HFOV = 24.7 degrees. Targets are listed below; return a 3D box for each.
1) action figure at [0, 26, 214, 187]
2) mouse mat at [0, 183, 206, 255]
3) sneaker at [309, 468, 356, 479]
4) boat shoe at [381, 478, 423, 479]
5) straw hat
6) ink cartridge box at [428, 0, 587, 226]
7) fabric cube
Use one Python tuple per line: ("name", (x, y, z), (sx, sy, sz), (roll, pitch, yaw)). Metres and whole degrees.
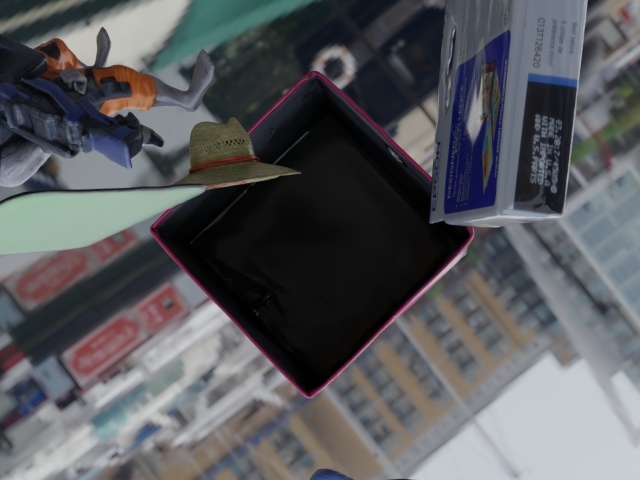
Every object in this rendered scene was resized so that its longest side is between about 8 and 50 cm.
("action figure", (-0.263, -0.112, 1.460), (0.330, 0.341, 0.178), (-25, 134, -38))
("mouse mat", (-0.192, -0.013, 1.049), (0.152, 0.007, 0.189), (-22, 169, 36))
("sneaker", (0.063, 0.328, 1.654), (0.078, 0.188, 0.067), (-61, 180, -5))
("boat shoe", (0.117, 0.221, 0.989), (0.092, 0.285, 0.103), (143, -39, -65))
("straw hat", (-0.090, -0.079, 1.326), (0.144, 0.061, 0.144), (-9, -179, 0))
("ink cartridge box", (0.166, -0.165, 1.305), (0.072, 0.304, 0.307), (5, 179, -4))
("fabric cube", (0.000, 0.000, 1.651), (0.259, 0.254, 0.258), (-44, 174, 0))
